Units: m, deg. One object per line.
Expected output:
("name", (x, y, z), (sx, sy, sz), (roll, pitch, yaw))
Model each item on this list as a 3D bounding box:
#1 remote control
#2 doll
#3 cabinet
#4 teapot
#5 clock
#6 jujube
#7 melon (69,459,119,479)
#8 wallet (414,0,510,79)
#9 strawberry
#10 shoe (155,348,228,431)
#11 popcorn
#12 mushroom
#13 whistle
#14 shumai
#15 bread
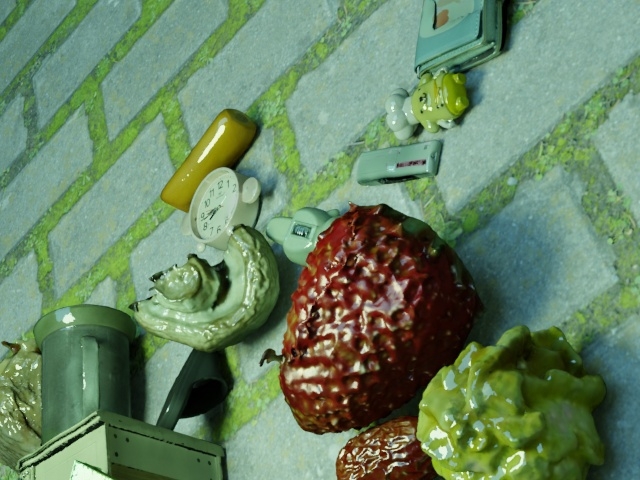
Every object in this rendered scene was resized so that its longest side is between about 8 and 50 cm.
("remote control", (0.126, -0.127, 1.971), (0.166, 0.029, 0.065), (-6, 65, 47))
("doll", (0.171, -0.220, 1.940), (0.162, 0.062, 0.106), (-18, 69, 42))
("cabinet", (-0.313, 0.491, 1.937), (0.227, 0.290, 0.318), (-33, 51, 28))
("teapot", (-0.436, 0.298, 2.235), (0.270, 0.200, 0.337), (114, 153, -54))
("clock", (-0.181, -0.056, 2.263), (0.229, 0.063, 0.156), (-28, 54, 40))
("jujube", (0.104, 0.314, 1.706), (0.176, 0.109, 0.112), (-32, 84, 24))
("melon", (-0.318, 0.451, 1.745), (0.114, 0.053, 0.262), (-9, 68, 15))
("wallet", (0.234, -0.400, 1.962), (0.176, 0.075, 0.250), (-18, 57, 49))
("strawberry", (0.055, 0.117, 1.710), (0.343, 0.292, 0.292), (-48, 39, -3))
("shoe", (-0.216, 0.271, 2.099), (0.108, 0.093, 0.241), (-60, 4, 27))
("popcorn", (0.239, 0.226, 1.518), (0.259, 0.212, 0.259), (-18, 65, 44))
("mushroom", (-0.184, 0.111, 2.086), (0.267, 0.189, 0.164), (-31, 76, -5))
("whistle", (-0.002, 0.001, 1.992), (0.253, 0.106, 0.102), (13, 50, 44))
("shumai", (-0.574, 0.333, 2.443), (0.314, 0.267, 0.262), (29, 61, 25))
("bread", (-0.217, -0.148, 2.330), (0.074, 0.092, 0.239), (47, 110, 23))
